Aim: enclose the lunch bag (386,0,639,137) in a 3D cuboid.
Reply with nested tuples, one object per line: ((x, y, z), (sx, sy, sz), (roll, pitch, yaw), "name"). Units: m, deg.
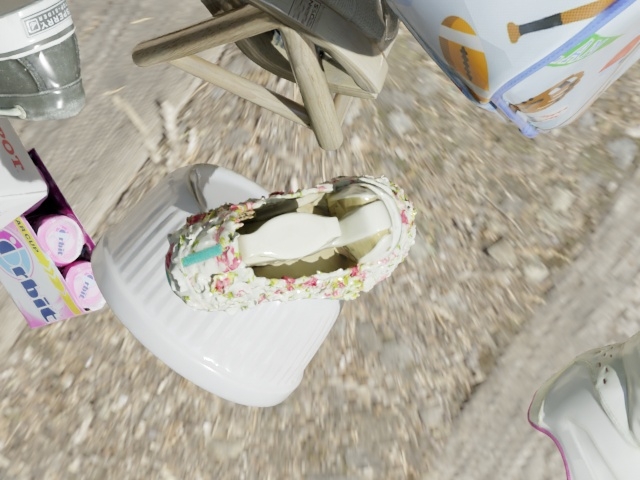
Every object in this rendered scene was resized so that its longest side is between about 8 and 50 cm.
((0.145, -0.160, 0.779), (0.243, 0.303, 0.115), (-42, 86, 11), "lunch bag")

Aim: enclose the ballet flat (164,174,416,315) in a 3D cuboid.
((0.000, 0.000, 1.208), (0.077, 0.241, 0.091), (-24, 86, 46), "ballet flat")

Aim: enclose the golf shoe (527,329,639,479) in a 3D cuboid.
((0.244, 0.213, 1.232), (0.140, 0.115, 0.306), (-19, 86, 29), "golf shoe")

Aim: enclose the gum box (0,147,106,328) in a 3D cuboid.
((-0.309, 0.004, 1.903), (0.062, 0.107, 0.188), (-42, 108, -40), "gum box")

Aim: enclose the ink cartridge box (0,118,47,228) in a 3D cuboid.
((-0.390, -0.059, 1.345), (0.197, 0.270, 0.198), (-35, 80, 23), "ink cartridge box")

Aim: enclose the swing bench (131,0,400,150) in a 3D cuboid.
((0.005, -0.221, 1.102), (0.165, 0.255, 0.253), (23, 79, -6), "swing bench")

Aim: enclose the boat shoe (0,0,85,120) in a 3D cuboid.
((-0.209, -0.092, 0.962), (0.078, 0.219, 0.070), (-31, 114, -37), "boat shoe")

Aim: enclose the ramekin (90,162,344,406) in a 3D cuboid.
((-0.076, 0.028, 1.461), (0.207, 0.207, 0.109), (37, 109, -5), "ramekin")
